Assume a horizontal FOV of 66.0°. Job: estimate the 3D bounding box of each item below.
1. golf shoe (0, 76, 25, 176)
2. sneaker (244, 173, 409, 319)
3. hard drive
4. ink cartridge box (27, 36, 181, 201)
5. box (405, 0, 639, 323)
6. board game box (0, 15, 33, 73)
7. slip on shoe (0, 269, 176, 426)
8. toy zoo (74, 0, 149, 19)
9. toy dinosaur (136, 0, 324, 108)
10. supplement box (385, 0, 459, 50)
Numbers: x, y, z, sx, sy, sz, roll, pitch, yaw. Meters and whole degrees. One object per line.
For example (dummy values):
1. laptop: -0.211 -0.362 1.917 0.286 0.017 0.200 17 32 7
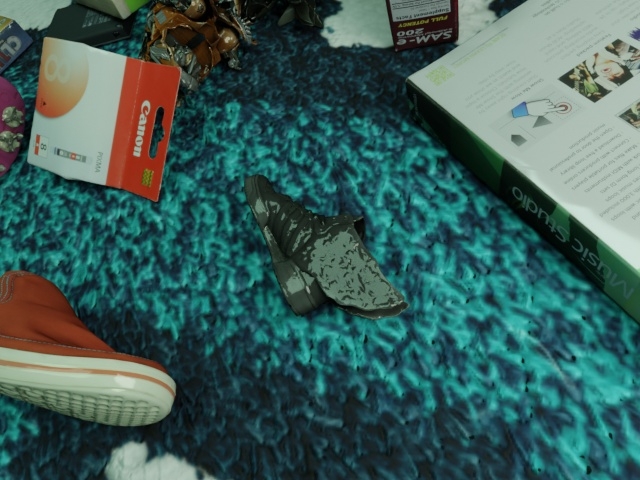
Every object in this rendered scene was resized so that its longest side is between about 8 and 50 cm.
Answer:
1. golf shoe: -0.475 -0.076 0.574 0.140 0.115 0.306 10 63 26
2. sneaker: -0.001 -0.001 0.420 0.089 0.051 0.170 -25 61 2
3. hard drive: -0.336 -0.319 0.721 0.135 0.022 0.094 -8 59 12
4. ink cartridge box: -0.239 -0.131 0.532 0.179 0.045 0.145 20 101 29
5. box: 0.255 -0.090 0.387 0.232 0.058 0.322 -33 56 -3
6. board game box: -0.574 -0.249 0.744 0.165 0.042 0.243 25 71 28
7. slip on shoe: -0.257 0.075 0.418 0.331 0.123 0.101 9 60 27
8. toy zoo: -0.236 -0.441 0.739 0.192 0.030 0.293 32 68 33
9. toy dinosaur: -0.135 -0.309 0.587 0.218 0.164 0.321 -12 79 29
10. supplement box: 0.087 -0.319 0.459 0.073 0.239 0.130 -2 61 16
